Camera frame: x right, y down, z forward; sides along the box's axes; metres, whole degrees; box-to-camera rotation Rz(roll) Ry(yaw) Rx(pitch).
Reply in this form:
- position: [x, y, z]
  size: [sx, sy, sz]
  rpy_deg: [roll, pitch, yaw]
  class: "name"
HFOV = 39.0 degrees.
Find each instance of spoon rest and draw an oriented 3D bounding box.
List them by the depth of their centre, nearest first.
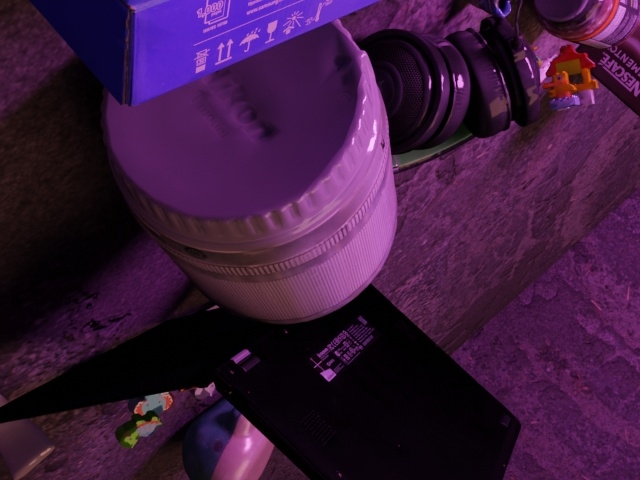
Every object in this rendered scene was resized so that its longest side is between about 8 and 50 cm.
- position: [-0.364, 0.154, 0.873]
  size: [0.137, 0.084, 0.276]
  rpy_deg: [-40, 147, -8]
  class: "spoon rest"

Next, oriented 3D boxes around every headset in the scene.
- position: [0.133, -0.196, 0.990]
  size: [0.243, 0.185, 0.394]
  rpy_deg: [-15, 166, -28]
  class: "headset"

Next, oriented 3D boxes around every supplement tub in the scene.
- position: [0.341, -0.307, 1.166]
  size: [0.106, 0.106, 0.198]
  rpy_deg: [-51, 158, 26]
  class: "supplement tub"

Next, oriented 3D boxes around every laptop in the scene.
- position: [-0.046, 0.188, 0.927]
  size: [0.236, 0.408, 0.382]
  rpy_deg: [-51, 171, 21]
  class: "laptop"

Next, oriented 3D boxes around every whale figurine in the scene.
- position: [-0.142, 0.314, 1.580]
  size: [0.272, 0.141, 0.216]
  rpy_deg: [-62, 167, -18]
  class: "whale figurine"

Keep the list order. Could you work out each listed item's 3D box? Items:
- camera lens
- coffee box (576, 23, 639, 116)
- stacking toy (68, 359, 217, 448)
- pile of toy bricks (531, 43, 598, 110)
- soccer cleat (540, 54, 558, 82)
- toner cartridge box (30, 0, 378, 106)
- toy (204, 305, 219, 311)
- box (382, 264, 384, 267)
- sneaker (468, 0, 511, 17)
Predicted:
- position: [-0.048, -0.059, 0.777]
  size: [0.219, 0.219, 0.274]
  rpy_deg: [-40, 161, -7]
  class: "camera lens"
- position: [0.566, -0.349, 1.411]
  size: [0.119, 0.168, 0.297]
  rpy_deg: [-13, 145, -54]
  class: "coffee box"
- position: [-0.168, 0.178, 1.079]
  size: [0.221, 0.167, 0.052]
  rpy_deg: [-10, 112, -32]
  class: "stacking toy"
- position: [0.243, -0.211, 1.183]
  size: [0.212, 0.105, 0.118]
  rpy_deg: [-9, -177, 27]
  class: "pile of toy bricks"
- position: [0.338, -0.260, 1.380]
  size: [0.083, 0.029, 0.035]
  rpy_deg: [-30, 149, -40]
  class: "soccer cleat"
- position: [-0.020, -0.221, 0.570]
  size: [0.348, 0.165, 0.075]
  rpy_deg: [-31, 158, -30]
  class: "toner cartridge box"
- position: [-0.133, 0.135, 1.277]
  size: [0.237, 0.056, 0.137]
  rpy_deg: [-22, 154, -44]
  class: "toy"
- position: [0.000, 0.000, 1.155]
  size: [0.036, 0.114, 0.207]
  rpy_deg: [-47, 161, 13]
  class: "box"
- position: [0.216, -0.305, 1.002]
  size: [0.052, 0.058, 0.135]
  rpy_deg: [-29, 156, -34]
  class: "sneaker"
